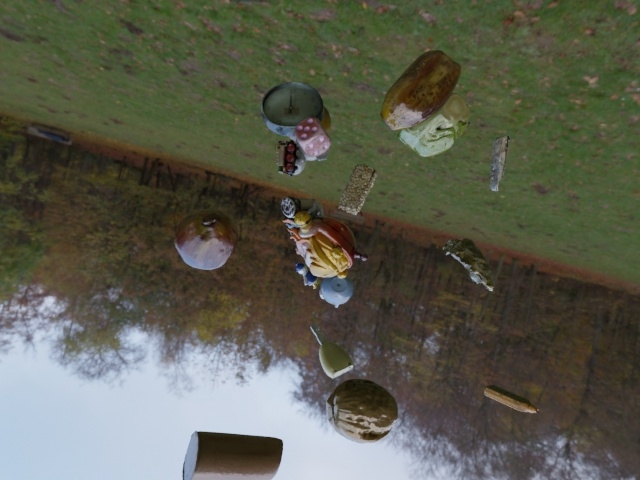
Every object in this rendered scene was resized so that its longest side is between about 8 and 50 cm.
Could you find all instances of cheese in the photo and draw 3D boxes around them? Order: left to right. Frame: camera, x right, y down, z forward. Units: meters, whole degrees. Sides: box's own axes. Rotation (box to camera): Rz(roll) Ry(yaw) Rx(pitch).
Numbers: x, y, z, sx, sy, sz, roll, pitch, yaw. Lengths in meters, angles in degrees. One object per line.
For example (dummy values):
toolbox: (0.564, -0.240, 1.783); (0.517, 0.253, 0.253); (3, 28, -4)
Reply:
cheese: (0.030, 0.458, 1.726); (0.127, 0.054, 0.251); (-17, -127, -28)

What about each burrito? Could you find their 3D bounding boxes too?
burrito: (0.563, -0.244, 1.287); (0.042, 0.171, 0.051); (-5, -164, -10)

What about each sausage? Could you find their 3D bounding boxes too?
sausage: (-0.226, 0.580, 1.078); (0.253, 0.123, 0.123); (20, 180, -29)

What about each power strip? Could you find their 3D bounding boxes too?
power strip: (0.598, 0.499, 1.277); (0.049, 0.028, 0.178); (2, -176, -32)

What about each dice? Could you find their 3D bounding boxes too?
dice: (-0.025, -0.336, 1.317); (0.093, 0.091, 0.094); (40, -157, -59)

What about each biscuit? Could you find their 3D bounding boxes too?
biscuit: (0.123, -0.164, 1.315); (0.082, 0.168, 0.070); (24, 180, 16)

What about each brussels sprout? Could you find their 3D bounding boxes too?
brussels sprout: (0.501, -0.523, 1.825); (0.247, 0.328, 0.328); (30, 177, -21)

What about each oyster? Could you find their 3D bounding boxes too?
oyster: (0.588, 0.067, 1.613); (0.166, 0.110, 0.341); (39, -163, -11)

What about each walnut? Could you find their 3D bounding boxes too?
walnut: (0.110, 0.434, 1.036); (0.184, 0.155, 0.155); (11, -176, -17)

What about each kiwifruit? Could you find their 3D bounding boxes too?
kiwifruit: (-0.068, -0.559, 1.950); (0.234, 0.195, 0.196); (-25, -167, -13)

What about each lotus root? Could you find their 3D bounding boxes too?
lotus root: (0.330, -0.495, 1.385); (0.193, 0.291, 0.193); (42, -175, -5)

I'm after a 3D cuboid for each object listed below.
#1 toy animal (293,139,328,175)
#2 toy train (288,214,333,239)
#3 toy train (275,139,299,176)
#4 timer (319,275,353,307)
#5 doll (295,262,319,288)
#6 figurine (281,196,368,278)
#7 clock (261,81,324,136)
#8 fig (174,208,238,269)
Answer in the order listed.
toy animal: (-0.071, -0.363, 1.682); (0.127, 0.193, 0.178); (55, -171, -25)
toy train: (-0.034, -0.066, 1.758); (0.253, 0.157, 0.105); (21, -140, 27)
toy train: (-0.131, -0.317, 1.567); (0.087, 0.137, 0.050); (5, -176, 21)
timer: (0.057, 0.249, 1.996); (0.175, 0.175, 0.255); (14, 150, -24)
doll: (-0.059, 0.146, 1.760); (0.058, 0.098, 0.143); (-26, 115, 37)
figurine: (0.003, -0.004, 1.417); (0.323, 0.196, 0.320); (52, 171, 30)
clock: (-0.098, -0.468, 1.438); (0.226, 0.226, 0.049); (15, 155, 8)
fig: (-0.410, -0.010, 1.475); (0.263, 0.223, 0.224); (-12, 164, 40)
